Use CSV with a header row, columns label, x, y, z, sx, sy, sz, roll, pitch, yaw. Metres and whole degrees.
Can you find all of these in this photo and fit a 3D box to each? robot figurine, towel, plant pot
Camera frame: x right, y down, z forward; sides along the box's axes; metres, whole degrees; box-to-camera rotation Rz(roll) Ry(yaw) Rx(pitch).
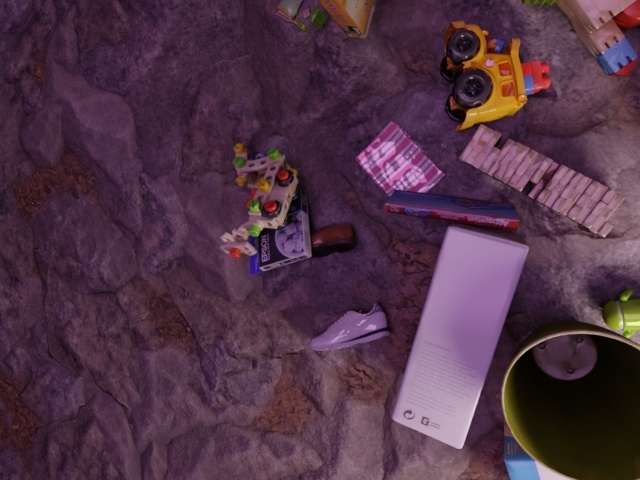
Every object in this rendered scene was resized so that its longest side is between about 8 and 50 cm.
label,x,y,z,sx,sy,sz,roll,pitch,yaw
robot figurine,0.662,0.157,0.896,0.115,0.067,0.101,-9,104,24
towel,0.200,-0.189,1.079,0.144,0.029,0.197,-44,78,22
plant pot,0.514,0.273,0.848,0.275,0.293,0.274,3,96,24

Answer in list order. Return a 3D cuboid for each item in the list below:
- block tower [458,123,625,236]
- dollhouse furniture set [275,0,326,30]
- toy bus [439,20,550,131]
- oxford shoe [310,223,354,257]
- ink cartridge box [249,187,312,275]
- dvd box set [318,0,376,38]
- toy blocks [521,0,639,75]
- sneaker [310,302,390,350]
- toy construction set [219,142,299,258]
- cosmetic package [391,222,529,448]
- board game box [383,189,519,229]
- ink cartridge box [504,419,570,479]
label,x,y,z,sx,sy,sz,roll,pitch,yaw
block tower,0.483,-0.137,0.930,0.335,0.091,0.097,35,108,16
dollhouse furniture set,-0.062,-0.622,1.129,0.152,0.058,0.076,38,108,15
toy bus,0.383,-0.373,0.929,0.211,0.149,0.220,-10,89,11
oxford shoe,0.000,0.000,1.174,0.212,0.076,0.076,-11,61,27
ink cartridge box,-0.128,-0.024,1.184,0.208,0.045,0.206,-18,62,24
dvd box set,0.059,-0.650,0.879,0.062,0.420,0.307,18,102,17
toy blocks,0.640,-0.505,0.797,0.381,0.191,0.261,-37,93,21
sneaker,0.074,0.245,1.157,0.235,0.090,0.094,-20,75,20
toy construction set,-0.171,-0.112,1.123,0.215,0.151,0.327,5,73,21
cosmetic package,0.317,0.193,0.961,0.161,0.230,0.453,17,103,20
board game box,0.299,-0.075,0.972,0.281,0.145,0.027,9,112,17
ink cartridge box,0.562,0.504,0.903,0.270,0.198,0.197,-17,88,24
